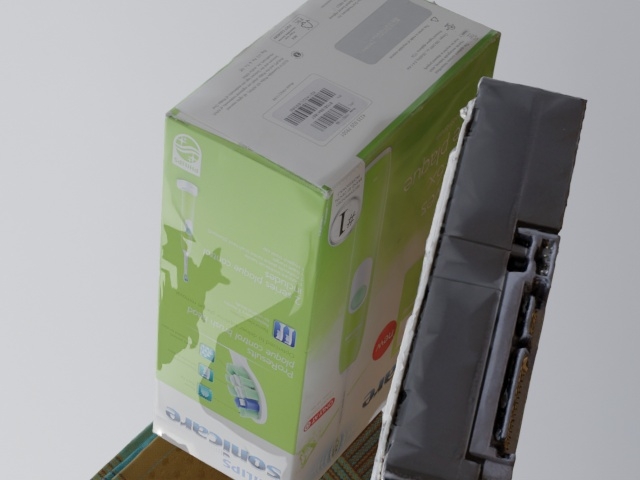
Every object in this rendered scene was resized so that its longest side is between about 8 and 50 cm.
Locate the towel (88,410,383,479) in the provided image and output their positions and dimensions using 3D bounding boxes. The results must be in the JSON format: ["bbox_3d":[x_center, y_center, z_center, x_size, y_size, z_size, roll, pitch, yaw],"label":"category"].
[{"bbox_3d":[-0.076,0.264,1.447,0.370,0.040,0.271,-44,-71,-21],"label":"towel"}]

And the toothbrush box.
[{"bbox_3d":[0.000,0.000,1.149,0.206,0.122,0.283,-43,-27,-41],"label":"toothbrush box"}]

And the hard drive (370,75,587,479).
[{"bbox_3d":[0.063,0.113,0.908,0.339,0.064,0.237,97,-172,-53],"label":"hard drive"}]
